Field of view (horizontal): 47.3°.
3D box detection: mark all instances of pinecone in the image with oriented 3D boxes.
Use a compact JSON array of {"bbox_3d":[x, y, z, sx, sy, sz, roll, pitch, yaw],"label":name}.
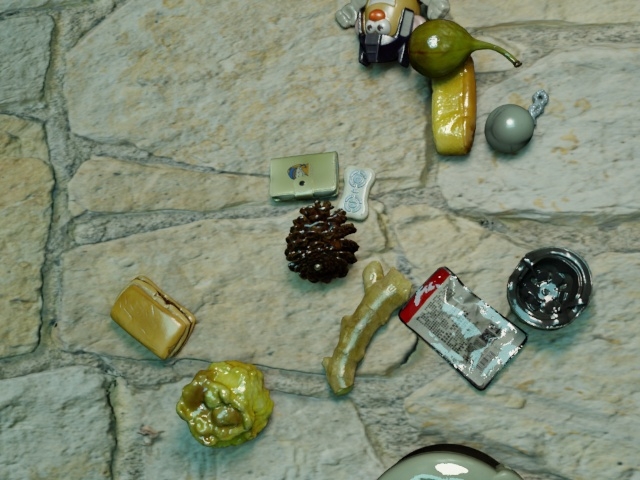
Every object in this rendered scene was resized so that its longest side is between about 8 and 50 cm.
[{"bbox_3d":[0.003,-0.007,1.566,0.163,0.163,0.165,-7,56,11],"label":"pinecone"}]

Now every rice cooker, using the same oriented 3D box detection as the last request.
[{"bbox_3d":[0.233,0.531,1.305,0.335,0.325,0.335,-3,77,12],"label":"rice cooker"}]

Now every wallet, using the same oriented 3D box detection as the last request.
[{"bbox_3d":[-0.035,-0.142,1.654,0.155,0.039,0.110,-5,66,12],"label":"wallet"}]

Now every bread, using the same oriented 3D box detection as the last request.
[{"bbox_3d":[0.295,-0.303,1.590,0.094,0.102,0.245,-3,76,18],"label":"bread"},{"bbox_3d":[-0.384,0.172,1.653,0.200,0.077,0.116,35,95,17],"label":"bread"}]

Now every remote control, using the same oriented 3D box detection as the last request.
[{"bbox_3d":[0.080,-0.106,1.628,0.074,0.032,0.122,8,81,13],"label":"remote control"}]

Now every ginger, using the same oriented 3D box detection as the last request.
[{"bbox_3d":[0.092,0.189,1.545,0.118,0.065,0.298,23,82,29],"label":"ginger"}]

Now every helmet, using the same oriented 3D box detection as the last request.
[{"bbox_3d":[0.452,0.107,1.466,0.153,0.107,0.177,40,70,20],"label":"helmet"}]

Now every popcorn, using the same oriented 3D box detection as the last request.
[{"bbox_3d":[-0.198,0.342,1.533,0.198,0.155,0.197,0,77,-1],"label":"popcorn"}]

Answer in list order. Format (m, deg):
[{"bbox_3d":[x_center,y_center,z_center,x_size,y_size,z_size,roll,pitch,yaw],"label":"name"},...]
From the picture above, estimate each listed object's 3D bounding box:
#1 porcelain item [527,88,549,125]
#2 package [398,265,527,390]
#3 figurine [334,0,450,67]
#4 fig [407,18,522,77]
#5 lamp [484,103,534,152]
[{"bbox_3d":[0.469,-0.289,1.583,0.036,0.028,0.083,20,82,18],"label":"porcelain item"},{"bbox_3d":[0.294,0.178,1.521,0.239,0.030,0.154,42,90,17],"label":"package"},{"bbox_3d":[0.165,-0.526,1.634,0.143,0.308,0.308,7,76,-31],"label":"figurine"},{"bbox_3d":[0.298,-0.392,1.503,0.236,0.124,0.124,6,80,8],"label":"fig"},{"bbox_3d":[0.401,-0.238,1.548,0.105,0.105,0.105,-3,78,12],"label":"lamp"}]
